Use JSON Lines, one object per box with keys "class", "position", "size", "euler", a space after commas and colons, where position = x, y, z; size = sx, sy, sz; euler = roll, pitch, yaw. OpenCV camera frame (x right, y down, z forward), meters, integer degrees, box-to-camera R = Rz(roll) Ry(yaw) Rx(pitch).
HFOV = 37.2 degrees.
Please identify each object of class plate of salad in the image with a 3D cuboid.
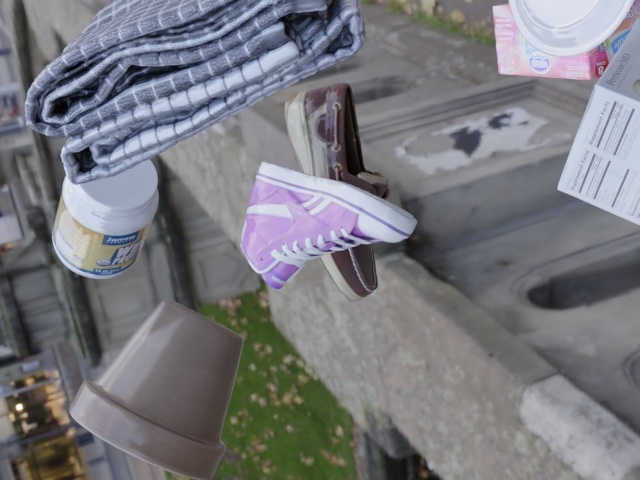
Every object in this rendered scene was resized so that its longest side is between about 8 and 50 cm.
{"class": "plate of salad", "position": [0.298, -0.314, 1.110], "size": [0.199, 0.048, 0.200], "euler": [8, 99, 54]}

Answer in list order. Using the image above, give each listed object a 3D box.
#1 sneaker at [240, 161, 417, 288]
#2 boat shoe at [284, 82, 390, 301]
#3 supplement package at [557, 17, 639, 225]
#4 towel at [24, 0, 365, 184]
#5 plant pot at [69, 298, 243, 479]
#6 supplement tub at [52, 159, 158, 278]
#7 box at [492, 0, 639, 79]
{"class": "sneaker", "position": [0.001, 0.000, 1.249], "size": [0.282, 0.102, 0.161], "euler": [17, 86, 49]}
{"class": "boat shoe", "position": [0.048, -0.076, 1.482], "size": [0.123, 0.123, 0.342], "euler": [-21, -83, -68]}
{"class": "supplement package", "position": [0.512, -0.143, 1.342], "size": [0.262, 0.199, 0.198], "euler": [26, 140, 17]}
{"class": "towel", "position": [-0.104, -0.185, 0.848], "size": [0.121, 0.283, 0.235], "euler": [60, -166, -22]}
{"class": "plant pot", "position": [-0.237, 0.228, 1.543], "size": [0.229, 0.263, 0.263], "euler": [-63, 20, -6]}
{"class": "supplement tub", "position": [-0.332, -0.045, 1.476], "size": [0.144, 0.144, 0.200], "euler": [65, 149, 23]}
{"class": "box", "position": [0.475, -0.393, 1.819], "size": [0.300, 0.154, 0.142], "euler": [-154, 53, -64]}
